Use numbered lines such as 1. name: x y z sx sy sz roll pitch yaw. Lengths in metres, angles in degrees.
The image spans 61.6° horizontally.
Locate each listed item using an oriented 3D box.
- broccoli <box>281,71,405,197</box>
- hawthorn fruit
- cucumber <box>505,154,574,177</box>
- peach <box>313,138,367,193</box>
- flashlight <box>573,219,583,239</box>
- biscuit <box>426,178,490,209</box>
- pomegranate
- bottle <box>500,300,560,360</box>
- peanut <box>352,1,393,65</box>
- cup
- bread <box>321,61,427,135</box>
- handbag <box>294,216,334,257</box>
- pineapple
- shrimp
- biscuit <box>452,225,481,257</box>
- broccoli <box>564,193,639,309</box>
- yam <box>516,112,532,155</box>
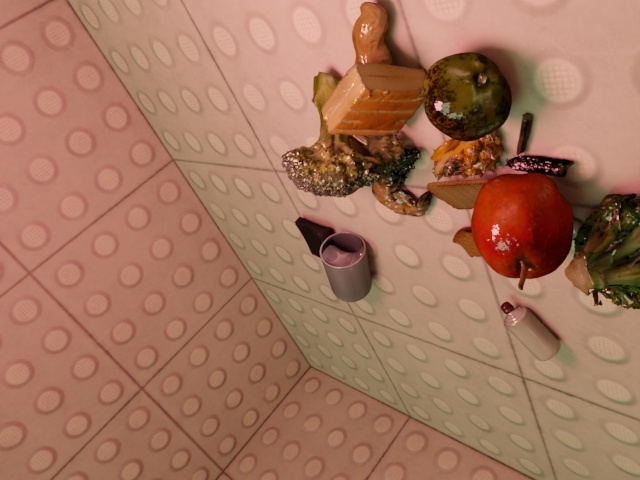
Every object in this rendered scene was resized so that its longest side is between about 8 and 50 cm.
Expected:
1. broccoli: 0.015 -0.314 1.691 0.397 0.353 0.274 56 142 -1
2. hawthorn fruit: 0.531 -0.010 1.424 0.286 0.330 0.287 9 144 7
3. cucumber: 0.586 -0.203 1.446 0.181 0.053 0.053 18 144 44
4. peach: 0.065 -0.271 1.907 0.231 0.231 0.231 34 153 20
5. flashlight: 0.664 -0.047 1.567 0.200 0.047 0.093 23 145 38
6. biscuit: 0.468 -0.143 1.660 0.172 0.029 0.254 26 166 -34
7. pomegranate: 0.379 -0.366 1.383 0.203 0.276 0.222 -30 85 25
8. bottle: 0.744 0.317 1.935 0.245 0.104 0.104 46 154 -3
9. peanut: 0.145 -0.546 1.513 0.117 0.101 0.263 5 139 15
10. cup: 0.123 0.133 2.443 0.205 0.205 0.312 27 150 31
11. bread: 0.164 -0.400 1.543 0.239 0.246 0.111 -41 57 59
12. handbag: 0.000 0.000 2.576 0.223 0.080 0.247 27 153 45
13. pineapple: 0.417 -0.214 1.554 0.140 0.164 0.249 42 151 -16
14. shrimp: 0.300 -0.192 1.861 0.233 0.071 0.365 37 153 1
15. biscuit: 0.569 0.024 1.832 0.228 0.031 0.176 36 154 12
16. broccoli: 0.746 0.049 1.326 0.304 0.283 0.321 59 159 30
17. yam: 0.540 -0.280 1.425 0.027 0.033 0.129 5 146 14
